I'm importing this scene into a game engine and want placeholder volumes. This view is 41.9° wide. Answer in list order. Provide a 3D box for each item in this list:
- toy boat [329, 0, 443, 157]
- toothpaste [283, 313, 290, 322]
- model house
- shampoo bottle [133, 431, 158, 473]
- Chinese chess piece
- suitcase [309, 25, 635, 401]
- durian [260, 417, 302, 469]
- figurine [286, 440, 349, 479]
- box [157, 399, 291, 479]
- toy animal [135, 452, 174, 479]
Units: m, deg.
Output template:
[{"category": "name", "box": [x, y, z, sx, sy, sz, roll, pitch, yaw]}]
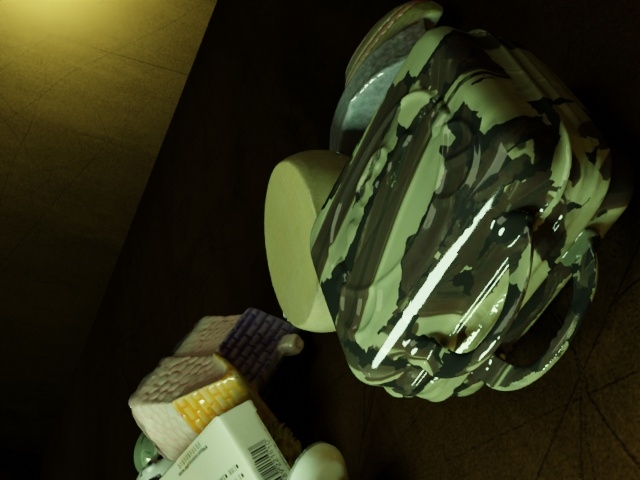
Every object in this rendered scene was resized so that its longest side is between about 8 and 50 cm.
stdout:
[{"category": "toy boat", "box": [0.095, -0.265, 1.291, 0.276, 0.111, 0.293, -47, 29, 49]}, {"category": "toothpaste", "box": [-0.015, -0.006, 1.441, 0.058, 0.056, 0.314, -6, 57, 23]}, {"category": "model house", "box": [-0.130, 0.252, 1.362, 0.238, 0.202, 0.237, -11, 28, 43]}, {"category": "shampoo bottle", "box": [-0.329, 0.450, 1.791, 0.234, 0.087, 0.118, -27, 47, 61]}, {"category": "Chinese chess piece", "box": [0.000, 0.000, 1.224, 0.273, 0.102, 0.273, 174, 90, -70]}, {"category": "suitcase", "box": [0.150, -0.002, 0.855, 0.351, 0.194, 0.339, -61, 31, 30]}, {"category": "durian", "box": [-0.056, 0.358, 1.234, 0.140, 0.078, 0.224, 37, 135, 38]}, {"category": "figurine", "box": [0.038, 0.377, 0.989, 0.141, 0.167, 0.249, 10, 111, 33]}, {"category": "box", "box": [-0.132, 0.397, 1.225, 0.214, 0.069, 0.353, 56, 142, 14]}, {"category": "toy animal", "box": [-0.266, 0.475, 1.517, 0.187, 0.165, 0.235, -74, 11, -56]}]
